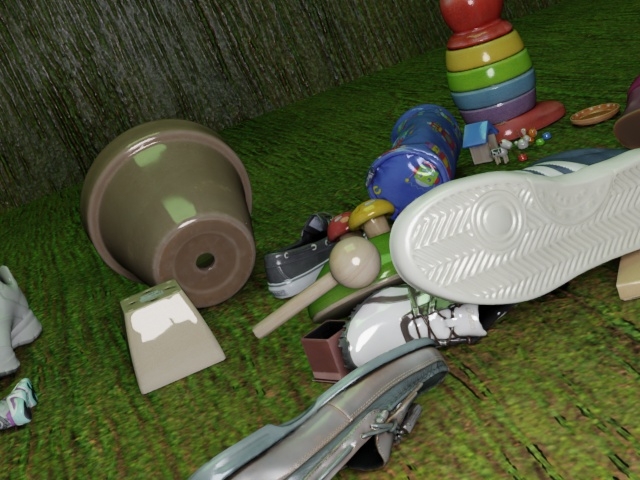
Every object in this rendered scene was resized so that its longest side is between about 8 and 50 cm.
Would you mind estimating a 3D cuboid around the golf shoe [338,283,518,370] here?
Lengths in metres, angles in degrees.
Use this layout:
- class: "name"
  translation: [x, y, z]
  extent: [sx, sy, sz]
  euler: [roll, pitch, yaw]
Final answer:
- class: "golf shoe"
  translation: [0.112, 0.076, 1.048]
  extent: [0.198, 0.077, 0.094]
  euler: [-27, 17, -22]

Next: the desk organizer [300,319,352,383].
- class: "desk organizer"
  translation: [0.042, 0.097, 1.106]
  extent: [0.047, 0.050, 0.130]
  euler: [-3, 22, 47]

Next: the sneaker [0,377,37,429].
- class: "sneaker"
  translation: [-0.392, 0.206, 1.292]
  extent: [0.069, 0.038, 0.098]
  euler: [-19, 14, -2]

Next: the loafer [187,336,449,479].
- class: "loafer"
  translation: [0.013, 0.174, 0.856]
  extent: [0.267, 0.084, 0.096]
  euler: [-27, -25, -30]

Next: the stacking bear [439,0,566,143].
- class: "stacking bear"
  translation: [0.292, -0.327, 1.835]
  extent: [0.175, 0.289, 0.164]
  euler: [-3, 22, 47]

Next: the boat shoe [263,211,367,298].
- class: "boat shoe"
  translation: [0.000, 0.000, 1.457]
  extent: [0.080, 0.076, 0.228]
  euler: [-3, 22, 46]

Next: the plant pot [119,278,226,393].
- class: "plant pot"
  translation: [-0.190, 0.109, 1.271]
  extent: [0.109, 0.096, 0.109]
  euler: [-22, 14, -11]

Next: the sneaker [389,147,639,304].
- class: "sneaker"
  translation: [0.206, -0.018, 1.068]
  extent: [0.350, 0.131, 0.148]
  euler: [-10, 8, -26]

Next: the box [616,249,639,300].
- class: "box"
  translation: [0.404, 0.002, 1.047]
  extent: [0.201, 0.021, 0.164]
  euler: [-14, 16, 24]

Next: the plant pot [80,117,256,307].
- class: "plant pot"
  translation: [-0.201, -0.016, 1.517]
  extent: [0.263, 0.263, 0.229]
  euler: [-23, 34, -11]

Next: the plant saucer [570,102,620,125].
- class: "plant saucer"
  translation: [0.461, -0.210, 1.746]
  extent: [0.083, 0.013, 0.083]
  euler: [-19, 16, 5]

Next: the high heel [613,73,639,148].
- class: "high heel"
  translation: [0.592, -0.238, 1.438]
  extent: [0.377, 0.127, 0.181]
  euler: [-11, 28, 42]

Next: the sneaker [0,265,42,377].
- class: "sneaker"
  translation: [-0.497, 0.130, 1.525]
  extent: [0.111, 0.129, 0.297]
  euler: [-17, 16, -1]

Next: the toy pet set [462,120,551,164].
- class: "toy pet set"
  translation: [0.301, -0.173, 1.714]
  extent: [0.114, 0.065, 0.122]
  euler: [-9, 18, 36]

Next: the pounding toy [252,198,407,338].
- class: "pounding toy"
  translation: [0.039, 0.011, 1.144]
  extent: [0.183, 0.110, 0.237]
  euler: [-31, -13, 35]

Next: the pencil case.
- class: "pencil case"
  translation: [0.149, -0.120, 1.619]
  extent: [0.133, 0.119, 0.306]
  euler: [-45, 6, 23]
